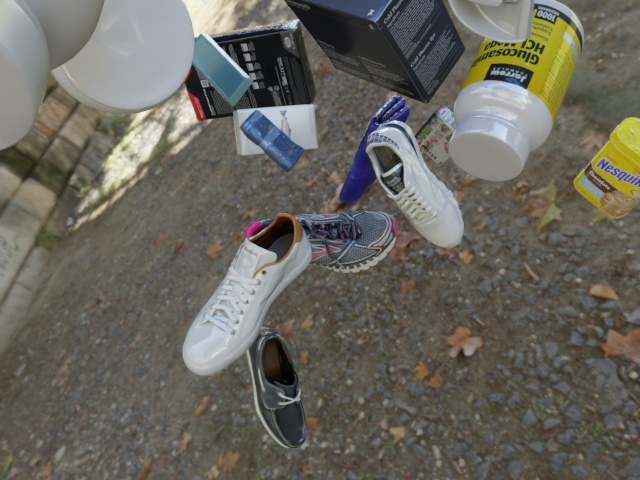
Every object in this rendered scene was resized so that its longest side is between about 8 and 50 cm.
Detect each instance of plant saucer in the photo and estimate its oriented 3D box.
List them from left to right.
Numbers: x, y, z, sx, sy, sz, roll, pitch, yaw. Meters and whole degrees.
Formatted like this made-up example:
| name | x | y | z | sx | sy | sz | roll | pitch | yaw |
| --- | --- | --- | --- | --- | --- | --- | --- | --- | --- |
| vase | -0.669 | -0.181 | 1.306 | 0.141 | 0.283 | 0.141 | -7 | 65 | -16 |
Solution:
| name | x | y | z | sx | sy | sz | roll | pitch | yaw |
| --- | --- | --- | --- | --- | --- | --- | --- | --- | --- |
| plant saucer | -0.208 | -0.347 | 1.212 | 0.067 | 0.018 | 0.192 | -49 | 61 | 13 |

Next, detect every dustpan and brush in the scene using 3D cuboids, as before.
| name | x | y | z | sx | sy | sz | roll | pitch | yaw |
| --- | --- | --- | --- | --- | --- | --- | --- | --- | --- |
| dustpan and brush | 0.233 | -0.399 | 0.966 | 0.060 | 0.147 | 0.211 | -34 | 46 | -26 |

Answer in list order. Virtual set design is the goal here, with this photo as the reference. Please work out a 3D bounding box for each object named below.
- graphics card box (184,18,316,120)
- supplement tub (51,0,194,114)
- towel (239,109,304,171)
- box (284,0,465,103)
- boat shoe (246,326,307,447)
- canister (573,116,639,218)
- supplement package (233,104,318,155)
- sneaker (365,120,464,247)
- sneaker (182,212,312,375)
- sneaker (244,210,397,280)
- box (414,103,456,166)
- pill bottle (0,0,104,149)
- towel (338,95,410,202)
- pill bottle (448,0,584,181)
| name | x | y | z | sx | sy | sz | roll | pitch | yaw |
| --- | --- | --- | --- | --- | --- | --- | --- | --- | --- |
| graphics card box | -0.216 | -0.489 | 1.758 | 0.370 | 0.233 | 0.094 | -4 | 37 | 16 |
| supplement tub | -0.343 | -0.339 | 1.005 | 0.235 | 0.235 | 0.325 | -53 | 31 | 0 |
| towel | -0.086 | -0.179 | 1.085 | 0.029 | 0.119 | 0.067 | -39 | 14 | 39 |
| box | 0.127 | -0.533 | 1.466 | 0.343 | 0.312 | 0.179 | 34 | 88 | 37 |
| boat shoe | -0.073 | 0.273 | 1.097 | 0.084 | 0.233 | 0.079 | -19 | 7 | -31 |
| canister | 0.557 | -0.126 | 1.107 | 0.073 | 0.126 | 0.170 | -42 | -15 | -22 |
| supplement package | -0.106 | -0.259 | 1.413 | 0.105 | 0.179 | 0.105 | -145 | 48 | -74 |
| sneaker | 0.147 | -0.076 | 0.976 | 0.090 | 0.235 | 0.095 | -31 | 11 | 30 |
| sneaker | -0.126 | 0.070 | 0.949 | 0.105 | 0.123 | 0.290 | 24 | 62 | 25 |
| sneaker | 0.000 | 0.000 | 1.166 | 0.299 | 0.112 | 0.121 | -10 | 62 | 9 |
| box | 0.319 | -0.274 | 1.599 | 0.036 | 0.114 | 0.207 | -46 | -1 | -12 |
| pill bottle | -0.280 | -0.285 | 0.488 | 0.229 | 0.229 | 0.408 | -28 | 52 | 42 |
| towel | 0.167 | -0.270 | 1.844 | 0.228 | 0.076 | 0.308 | -53 | -11 | -45 |
| pill bottle | 0.371 | -0.287 | 1.167 | 0.188 | 0.188 | 0.334 | -9 | 48 | 56 |
